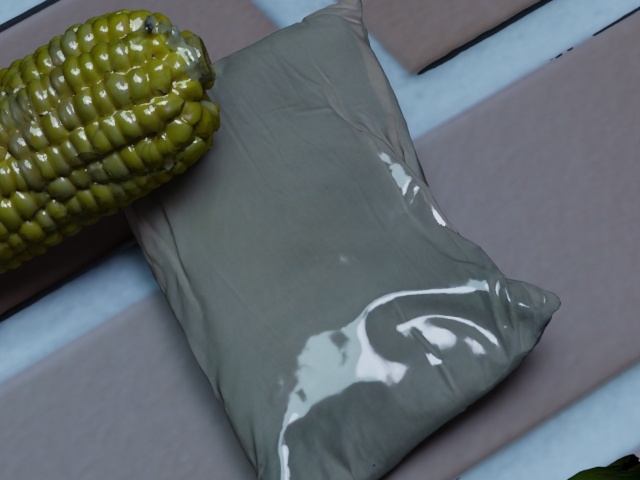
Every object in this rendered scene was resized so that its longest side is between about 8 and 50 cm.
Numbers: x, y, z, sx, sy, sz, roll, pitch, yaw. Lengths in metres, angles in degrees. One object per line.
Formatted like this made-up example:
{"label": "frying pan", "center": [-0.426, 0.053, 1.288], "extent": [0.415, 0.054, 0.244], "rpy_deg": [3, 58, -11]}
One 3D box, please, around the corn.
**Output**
{"label": "corn", "center": [-0.179, -0.020, 0.967], "extent": [0.291, 0.101, 0.101], "rpy_deg": [-32, 52, 7]}

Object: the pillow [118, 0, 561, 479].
{"label": "pillow", "center": [0.000, 0.000, 0.965], "extent": [0.173, 0.067, 0.270], "rpy_deg": [-28, 53, -5]}

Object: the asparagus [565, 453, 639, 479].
{"label": "asparagus", "center": [0.194, 0.226, 0.693], "extent": [0.128, 0.108, 0.382], "rpy_deg": [-10, 34, -25]}
